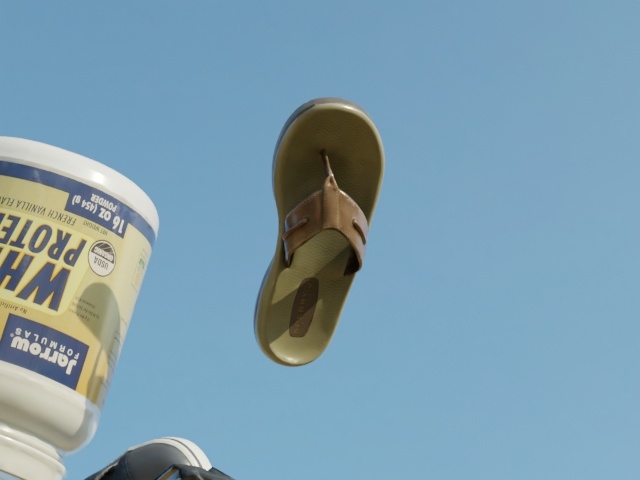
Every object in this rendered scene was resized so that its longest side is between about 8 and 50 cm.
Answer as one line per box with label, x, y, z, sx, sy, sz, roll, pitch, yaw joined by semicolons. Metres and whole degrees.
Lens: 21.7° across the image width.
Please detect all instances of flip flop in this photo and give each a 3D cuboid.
flip flop;0.000;0.000;1.583;0.112;0.080;0.277;7;-71;-19

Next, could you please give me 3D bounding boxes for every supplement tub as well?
supplement tub;-0.306;0.081;1.645;0.228;0.316;0.228;13;-20;5

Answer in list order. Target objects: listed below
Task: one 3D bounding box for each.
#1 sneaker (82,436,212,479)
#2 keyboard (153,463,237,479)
sneaker;-0.235;0.309;1.560;0.321;0.126;0.127;-45;-20;14
keyboard;-0.060;0.250;1.263;0.201;0.033;0.317;33;-28;-6
